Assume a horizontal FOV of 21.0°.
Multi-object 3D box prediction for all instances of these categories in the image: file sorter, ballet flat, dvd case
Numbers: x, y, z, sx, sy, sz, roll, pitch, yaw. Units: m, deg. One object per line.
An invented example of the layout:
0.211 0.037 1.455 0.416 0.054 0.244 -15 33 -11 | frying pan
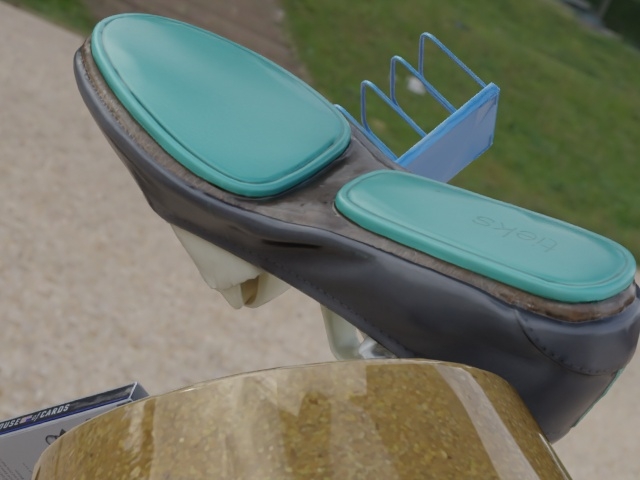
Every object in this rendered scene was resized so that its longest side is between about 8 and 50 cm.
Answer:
0.075 -0.102 1.678 0.104 0.170 0.118 46 -15 18 | file sorter
0.000 0.000 0.511 0.203 0.074 0.074 29 8 29 | ballet flat
-0.220 0.229 1.649 0.179 0.239 0.029 55 34 -28 | dvd case

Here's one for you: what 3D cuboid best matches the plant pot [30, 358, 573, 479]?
0.012 0.163 0.374 0.237 0.254 0.237 -8 -21 -3 | plant pot
